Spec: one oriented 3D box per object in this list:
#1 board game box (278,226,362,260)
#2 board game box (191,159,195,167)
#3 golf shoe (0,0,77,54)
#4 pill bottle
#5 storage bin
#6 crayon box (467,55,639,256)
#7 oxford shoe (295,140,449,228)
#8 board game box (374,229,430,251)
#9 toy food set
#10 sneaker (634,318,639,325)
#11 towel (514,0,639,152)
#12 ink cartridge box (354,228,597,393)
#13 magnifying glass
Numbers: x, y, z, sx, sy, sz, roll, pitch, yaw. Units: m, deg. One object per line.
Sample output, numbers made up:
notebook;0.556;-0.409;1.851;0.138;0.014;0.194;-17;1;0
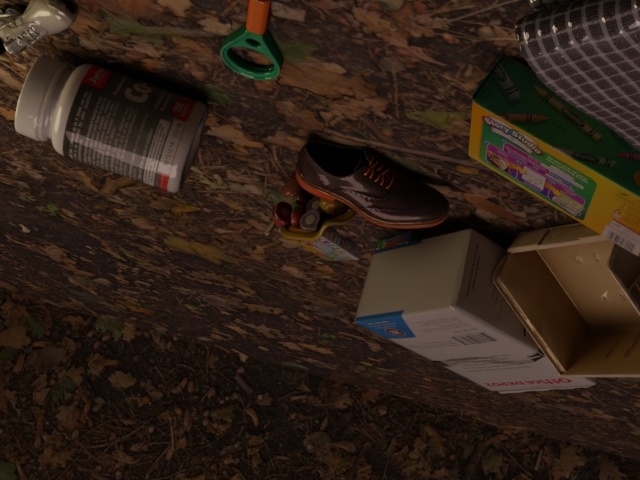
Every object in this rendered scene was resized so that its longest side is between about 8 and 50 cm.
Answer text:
board game box;0.000;0.000;2.115;0.154;0.026;0.103;32;157;-37
board game box;-0.310;-0.195;1.806;0.181;0.043;0.092;19;161;-5
golf shoe;-0.439;-0.316;1.509;0.176;0.086;0.069;-2;152;41
pill bottle;-0.344;-0.197;1.646;0.283;0.161;0.161;19;162;-4
storage bin;0.471;0.100;1.703;0.260;0.123;0.262;52;150;-17
crayon box;0.327;-0.106;1.288;0.278;0.081;0.165;33;166;16
oxford shoe;0.088;-0.094;1.662;0.271;0.097;0.098;17;156;3
board game box;0.228;0.042;2.015;0.201;0.035;0.136;24;161;-21
toy food set;-0.030;-0.068;1.819;0.218;0.128;0.071;4;137;48
sneaker;0.631;0.127;1.777;0.302;0.108;0.121;0;159;46
towel;0.366;-0.176;0.979;0.284;0.121;0.235;30;158;-32
ink cartridge box;0.314;0.149;1.928;0.395;0.166;0.285;29;155;-29
magnifying glass;-0.092;-0.283;1.384;0.092;0.026;0.231;18;161;-2
